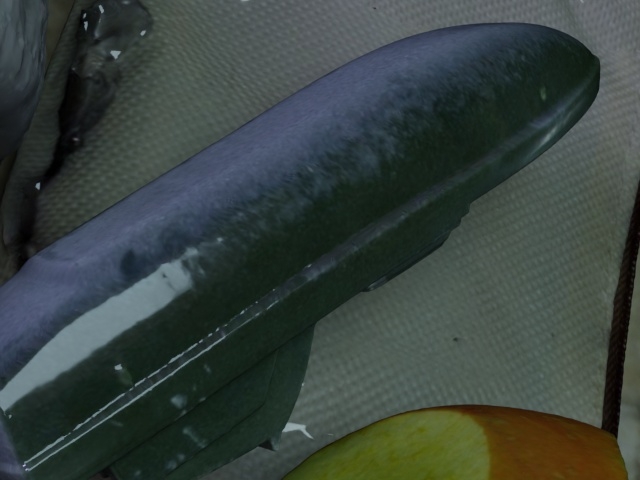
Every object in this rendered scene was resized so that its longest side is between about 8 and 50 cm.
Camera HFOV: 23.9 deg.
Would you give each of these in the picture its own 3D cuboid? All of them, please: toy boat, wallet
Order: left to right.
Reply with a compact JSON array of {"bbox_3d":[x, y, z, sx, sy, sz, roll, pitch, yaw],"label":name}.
[{"bbox_3d":[0.000,0.000,0.482,0.260,0.078,0.085,-35,113,-29],"label":"toy boat"},{"bbox_3d":[0.024,-0.014,0.584,0.275,0.068,0.335,26,59,-18],"label":"wallet"}]

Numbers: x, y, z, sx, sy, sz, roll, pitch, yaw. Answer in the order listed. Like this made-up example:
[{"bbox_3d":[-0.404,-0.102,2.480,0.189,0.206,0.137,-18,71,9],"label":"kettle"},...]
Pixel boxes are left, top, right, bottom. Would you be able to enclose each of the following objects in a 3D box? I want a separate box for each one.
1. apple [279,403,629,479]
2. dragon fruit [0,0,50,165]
[{"bbox_3d":[0.045,0.134,0.435,0.163,0.147,0.146,-32,104,-12],"label":"apple"},{"bbox_3d":[-0.216,-0.130,0.432,0.283,0.204,0.221,3,70,-25],"label":"dragon fruit"}]
